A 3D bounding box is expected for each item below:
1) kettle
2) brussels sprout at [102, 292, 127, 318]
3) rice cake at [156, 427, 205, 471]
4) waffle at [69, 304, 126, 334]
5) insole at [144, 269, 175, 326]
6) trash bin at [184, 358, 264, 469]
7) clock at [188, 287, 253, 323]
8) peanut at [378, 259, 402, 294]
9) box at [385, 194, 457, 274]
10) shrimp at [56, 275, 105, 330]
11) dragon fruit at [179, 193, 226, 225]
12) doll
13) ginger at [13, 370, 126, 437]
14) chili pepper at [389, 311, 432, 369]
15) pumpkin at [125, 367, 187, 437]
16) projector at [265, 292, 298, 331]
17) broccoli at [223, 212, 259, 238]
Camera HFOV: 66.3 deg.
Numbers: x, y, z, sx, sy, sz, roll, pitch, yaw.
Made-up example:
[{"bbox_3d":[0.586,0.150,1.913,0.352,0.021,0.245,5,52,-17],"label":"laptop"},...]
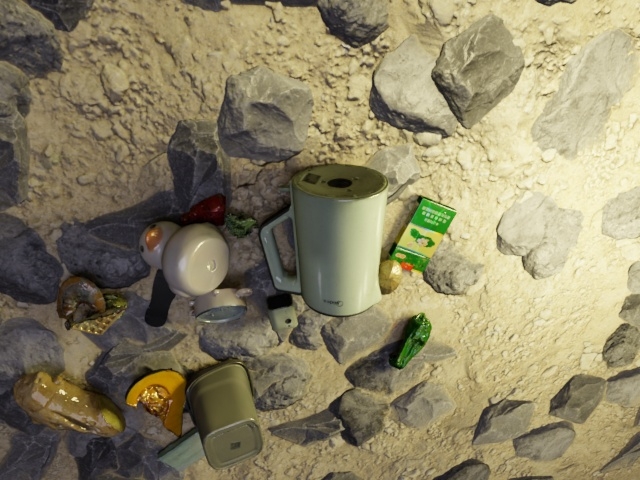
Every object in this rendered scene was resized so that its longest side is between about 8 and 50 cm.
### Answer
[{"bbox_3d":[0.000,0.000,1.366,0.361,0.250,0.376,4,119,9],"label":"kettle"},{"bbox_3d":[-0.599,0.186,1.418,0.085,0.058,0.085,3,123,5],"label":"brussels sprout"},{"bbox_3d":[-0.461,0.735,1.724,0.211,0.038,0.124,-40,117,10],"label":"rice cake"},{"bbox_3d":[-0.624,0.215,1.373,0.097,0.023,0.153,28,124,-37],"label":"waffle"},{"bbox_3d":[-0.464,0.155,1.457,0.086,0.005,0.253,20,110,-19],"label":"insole"},{"bbox_3d":[-0.291,0.544,1.524,0.219,0.250,0.219,-18,120,-15],"label":"trash bin"},{"bbox_3d":[-0.293,0.196,1.433,0.229,0.063,0.156,-25,156,20],"label":"clock"},{"bbox_3d":[0.205,0.113,1.489,0.093,0.194,0.083,-34,75,-17],"label":"peanut"},{"bbox_3d":[0.310,-0.014,1.513,0.132,0.034,0.235,19,111,-19],"label":"box"},{"bbox_3d":[-0.682,0.184,1.384,0.132,0.051,0.187,31,118,-2],"label":"shrimp"},{"bbox_3d":[-0.321,-0.071,1.342,0.131,0.063,0.097,-5,116,-9],"label":"dragon fruit"},{"bbox_3d":[-0.376,0.038,1.332,0.221,0.221,0.251,-37,149,8],"label":"doll"},{"bbox_3d":[-0.764,0.516,1.506,0.354,0.126,0.189,29,102,-21],"label":"ginger"},{"bbox_3d":[0.309,0.345,1.667,0.100,0.074,0.256,14,113,-18],"label":"chili pepper"},{"bbox_3d":[-0.492,0.488,1.574,0.163,0.111,0.278,-42,126,-10],"label":"pumpkin"},{"bbox_3d":[-0.120,0.221,1.514,0.083,0.083,0.082,-12,118,-5],"label":"projector"},{"bbox_3d":[-0.220,-0.048,1.361,0.092,0.095,0.097,-30,111,18],"label":"broccoli"}]
